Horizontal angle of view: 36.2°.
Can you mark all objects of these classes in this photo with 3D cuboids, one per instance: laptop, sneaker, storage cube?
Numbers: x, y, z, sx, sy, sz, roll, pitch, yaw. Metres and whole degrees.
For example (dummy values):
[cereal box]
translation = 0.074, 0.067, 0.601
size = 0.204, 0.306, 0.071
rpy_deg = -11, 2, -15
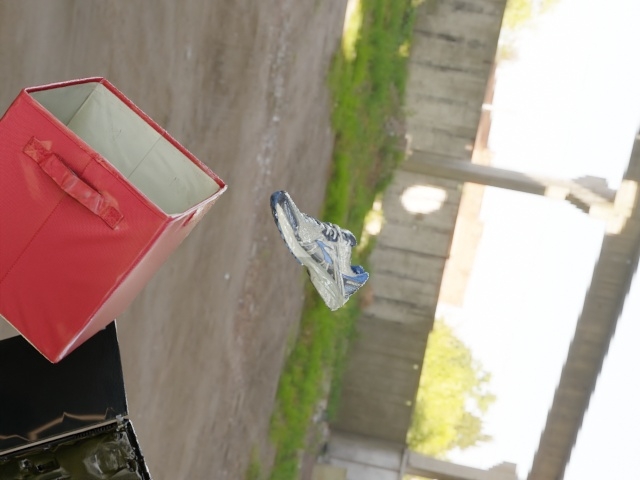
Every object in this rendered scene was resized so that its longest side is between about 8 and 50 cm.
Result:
[laptop]
translation = -0.333, 0.257, 1.218
size = 0.136, 0.234, 0.264
rpy_deg = -109, -177, -73
[sneaker]
translation = 0.000, 0.000, 0.925
size = 0.135, 0.058, 0.052
rpy_deg = 56, 2, -29
[storage cube]
translation = -0.240, -0.028, 0.981
size = 0.193, 0.183, 0.215
rpy_deg = -49, -179, 15
